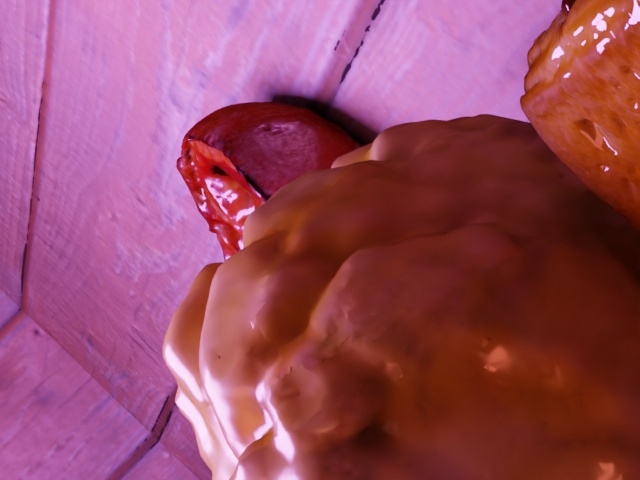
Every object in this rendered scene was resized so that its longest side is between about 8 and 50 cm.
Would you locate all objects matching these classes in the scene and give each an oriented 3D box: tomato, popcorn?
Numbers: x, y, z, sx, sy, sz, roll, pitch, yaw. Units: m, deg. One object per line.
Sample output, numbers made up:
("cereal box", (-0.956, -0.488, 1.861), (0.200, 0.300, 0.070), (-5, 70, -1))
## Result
("tomato", (0.003, -0.003, 1.308), (0.228, 0.101, 0.228), (47, 162, 20))
("popcorn", (0.110, 0.116, 0.984), (0.344, 0.390, 0.354), (9, 100, 42))

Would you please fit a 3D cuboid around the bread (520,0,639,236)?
("bread", (0.203, -0.042, 0.790), (0.235, 0.099, 0.210), (39, 164, 0))
